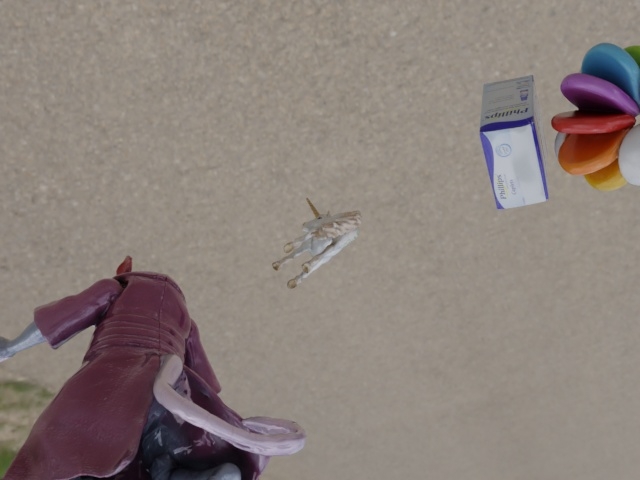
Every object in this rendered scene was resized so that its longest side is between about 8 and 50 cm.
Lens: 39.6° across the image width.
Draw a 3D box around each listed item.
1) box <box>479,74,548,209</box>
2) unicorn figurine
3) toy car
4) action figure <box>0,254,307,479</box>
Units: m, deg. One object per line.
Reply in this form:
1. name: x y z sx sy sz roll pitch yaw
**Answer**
1. box: 0.263 -0.133 1.199 0.072 0.137 0.126 -8 125 19
2. unicorn figurine: 0.000 0.000 0.957 0.111 0.060 0.162 -38 -165 -26
3. toy car: 0.344 -0.156 1.075 0.136 0.181 0.159 16 -178 -30
4. action figure: -0.191 0.119 0.872 0.248 0.370 0.275 24 121 -25
